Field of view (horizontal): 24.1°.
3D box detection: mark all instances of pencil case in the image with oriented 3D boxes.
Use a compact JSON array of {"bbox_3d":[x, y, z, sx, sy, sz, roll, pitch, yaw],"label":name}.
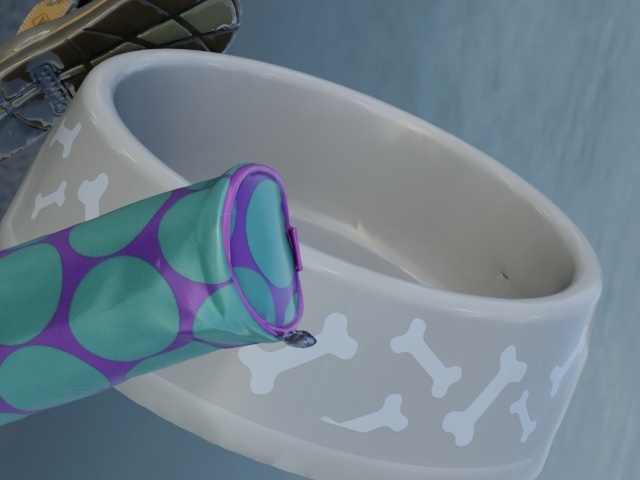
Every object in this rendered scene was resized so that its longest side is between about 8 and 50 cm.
[{"bbox_3d":[-0.079,0.025,0.528,0.070,0.152,0.064,25,50,-63],"label":"pencil case"}]

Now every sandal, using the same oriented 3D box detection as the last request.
[{"bbox_3d":[-0.154,-0.113,0.915,0.219,0.060,0.090,-28,146,-3],"label":"sandal"}]

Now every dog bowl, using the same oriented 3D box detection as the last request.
[{"bbox_3d":[0.000,0.000,0.845,0.349,0.349,0.102,-25,142,-63],"label":"dog bowl"}]
